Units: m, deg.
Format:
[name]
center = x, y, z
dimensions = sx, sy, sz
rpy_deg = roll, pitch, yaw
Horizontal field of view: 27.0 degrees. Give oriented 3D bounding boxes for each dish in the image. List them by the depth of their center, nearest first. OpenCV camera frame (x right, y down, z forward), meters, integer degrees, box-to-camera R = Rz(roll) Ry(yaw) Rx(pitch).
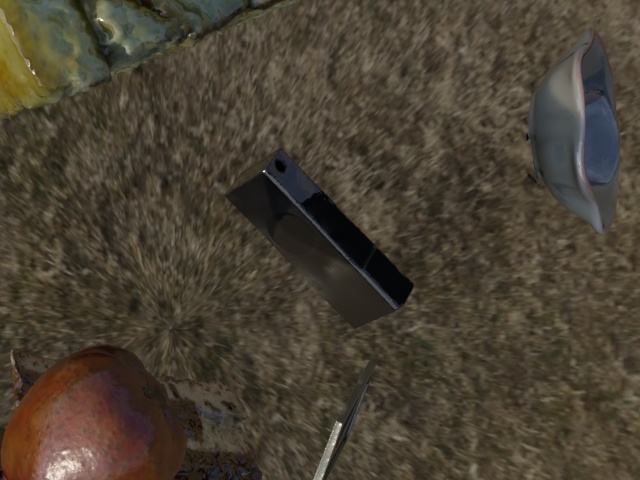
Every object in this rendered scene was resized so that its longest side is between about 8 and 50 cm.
[dish]
center = 0.275, -0.118, 1.478
dimensions = 0.081, 0.229, 0.229
rpy_deg = -3, 86, 23

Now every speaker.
[speaker]
center = 0.000, 0.000, 1.461
dimensions = 0.218, 0.082, 0.044
rpy_deg = 46, 48, -16

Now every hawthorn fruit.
[hawthorn fruit]
center = -0.115, 0.099, 0.640
dimensions = 0.093, 0.081, 0.081
rpy_deg = -36, 91, 2

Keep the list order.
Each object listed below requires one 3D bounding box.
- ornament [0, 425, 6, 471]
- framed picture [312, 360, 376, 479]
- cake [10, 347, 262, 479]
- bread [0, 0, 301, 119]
[ornament]
center = -0.401, 0.340, 1.525
dimensions = 0.235, 0.217, 0.221
rpy_deg = -22, 102, 10
[framed picture]
center = 0.030, 0.280, 1.959
dimensions = 0.015, 0.203, 0.150
rpy_deg = 23, 115, 7
[cake]
center = -0.181, 0.184, 1.113
dimensions = 0.135, 0.246, 0.112
rpy_deg = -46, 52, 25
[bread]
center = -0.181, -0.277, 1.155
dimensions = 0.395, 0.239, 0.264
rpy_deg = -30, 99, -31
